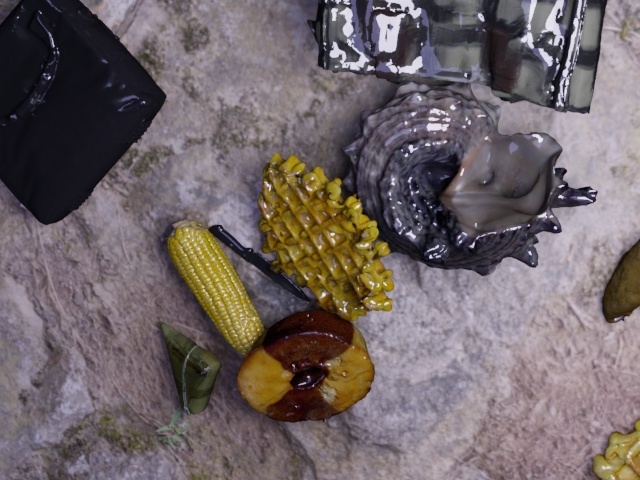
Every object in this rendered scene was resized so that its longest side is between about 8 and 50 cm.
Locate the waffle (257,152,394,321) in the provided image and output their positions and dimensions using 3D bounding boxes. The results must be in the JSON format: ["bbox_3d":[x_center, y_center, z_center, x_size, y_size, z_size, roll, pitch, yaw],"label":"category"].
[{"bbox_3d":[0.000,0.000,1.450,0.229,0.051,0.231,34,147,36],"label":"waffle"}]

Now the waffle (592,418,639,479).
[{"bbox_3d":[0.436,0.349,1.489,0.229,0.057,0.219,42,116,2],"label":"waffle"}]

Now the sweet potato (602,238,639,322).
[{"bbox_3d":[0.491,-0.010,1.316,0.423,0.130,0.130,-26,99,31],"label":"sweet potato"}]

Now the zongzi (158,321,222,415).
[{"bbox_3d":[-0.201,0.184,1.652,0.113,0.052,0.104,33,122,19],"label":"zongzi"}]

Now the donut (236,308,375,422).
[{"bbox_3d":[-0.018,0.166,1.544,0.166,0.073,0.184,34,125,-21],"label":"donut"}]

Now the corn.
[{"bbox_3d":[-0.142,0.061,1.575,0.067,0.067,0.206,-29,97,25],"label":"corn"}]

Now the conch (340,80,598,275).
[{"bbox_3d":[0.165,-0.078,1.382,0.313,0.186,0.240,22,106,32],"label":"conch"}]

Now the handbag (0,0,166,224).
[{"bbox_3d":[-0.358,-0.185,1.552,0.244,0.088,0.275,46,119,1],"label":"handbag"}]

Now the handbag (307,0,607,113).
[{"bbox_3d":[0.161,-0.323,1.262,0.325,0.162,0.327,11,100,14],"label":"handbag"}]

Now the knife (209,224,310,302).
[{"bbox_3d":[-0.081,0.032,1.576,0.170,0.010,0.023,38,122,0],"label":"knife"}]
